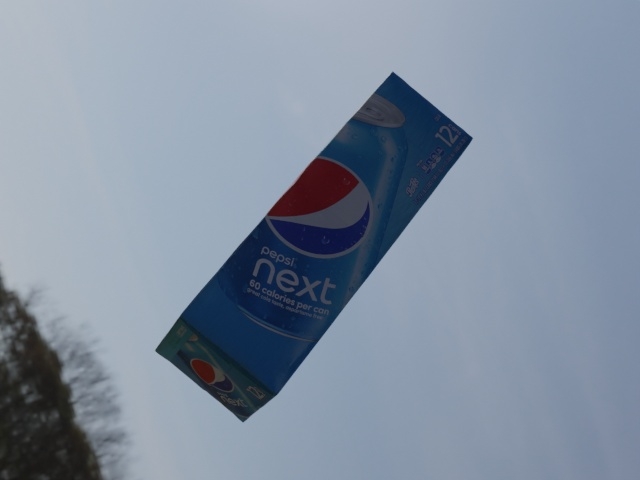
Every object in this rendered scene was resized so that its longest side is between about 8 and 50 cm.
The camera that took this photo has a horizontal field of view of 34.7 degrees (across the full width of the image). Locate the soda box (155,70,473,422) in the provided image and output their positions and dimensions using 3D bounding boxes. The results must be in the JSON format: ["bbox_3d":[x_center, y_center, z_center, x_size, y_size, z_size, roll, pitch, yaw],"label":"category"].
[{"bbox_3d":[0.000,0.000,0.596,0.067,0.210,0.071,39,-29,-1],"label":"soda box"}]
